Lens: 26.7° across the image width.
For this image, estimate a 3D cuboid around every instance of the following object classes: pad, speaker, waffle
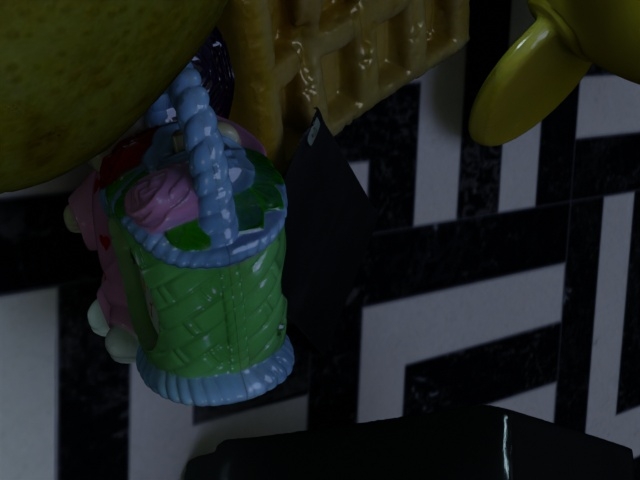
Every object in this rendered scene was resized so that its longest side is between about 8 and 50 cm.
[{"bbox_3d":[0.000,0.000,0.911,0.116,0.004,0.193,-67,159,-15],"label":"pad"},{"bbox_3d":[0.055,0.236,0.863,0.184,0.254,0.232,23,63,-48],"label":"speaker"},{"bbox_3d":[0.014,-0.182,0.863,0.248,0.055,0.221,-37,139,-35],"label":"waffle"}]

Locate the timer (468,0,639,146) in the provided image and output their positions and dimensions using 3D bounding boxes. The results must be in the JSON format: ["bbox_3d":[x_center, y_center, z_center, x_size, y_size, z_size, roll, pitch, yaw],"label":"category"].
[{"bbox_3d":[0.251,-0.252,0.956,0.387,0.376,0.376,-36,126,-12],"label":"timer"}]

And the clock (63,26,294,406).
[{"bbox_3d":[-0.080,-0.029,0.739,0.100,0.194,0.196,-14,110,-20],"label":"clock"}]

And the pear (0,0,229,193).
[{"bbox_3d":[-0.163,-0.162,0.535,0.304,0.304,0.304,-14,109,-45],"label":"pear"}]
